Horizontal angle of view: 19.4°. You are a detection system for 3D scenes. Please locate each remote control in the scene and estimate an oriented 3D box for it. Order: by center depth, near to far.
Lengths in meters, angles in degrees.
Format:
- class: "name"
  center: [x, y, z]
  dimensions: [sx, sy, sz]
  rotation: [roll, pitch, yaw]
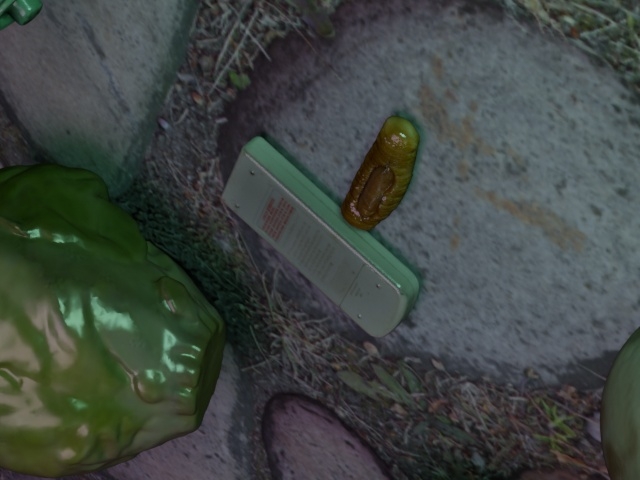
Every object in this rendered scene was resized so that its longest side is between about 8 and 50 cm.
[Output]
- class: "remote control"
  center: [0.000, 0.000, 1.541]
  dimensions: [0.190, 0.029, 0.087]
  rotation: [42, 147, 10]

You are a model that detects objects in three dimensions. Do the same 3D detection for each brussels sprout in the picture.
- class: "brussels sprout"
  center: [-0.239, 0.085, 1.735]
  dimensions: [0.316, 0.242, 0.274]
  rotation: [39, 122, 6]

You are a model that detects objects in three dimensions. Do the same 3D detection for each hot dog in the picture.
- class: "hot dog"
  center: [0.048, -0.047, 1.442]
  dimensions: [0.044, 0.028, 0.137]
  rotation: [37, 145, 5]

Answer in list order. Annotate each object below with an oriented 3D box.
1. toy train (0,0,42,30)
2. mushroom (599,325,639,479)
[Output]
- class: "toy train"
  center: [-0.302, -0.245, 1.420]
  dimensions: [0.179, 0.272, 0.442]
  rotation: [46, 147, -2]
- class: "mushroom"
  center: [0.326, 0.094, 1.087]
  dimensions: [0.297, 0.297, 0.290]
  rotation: [28, 103, 28]
